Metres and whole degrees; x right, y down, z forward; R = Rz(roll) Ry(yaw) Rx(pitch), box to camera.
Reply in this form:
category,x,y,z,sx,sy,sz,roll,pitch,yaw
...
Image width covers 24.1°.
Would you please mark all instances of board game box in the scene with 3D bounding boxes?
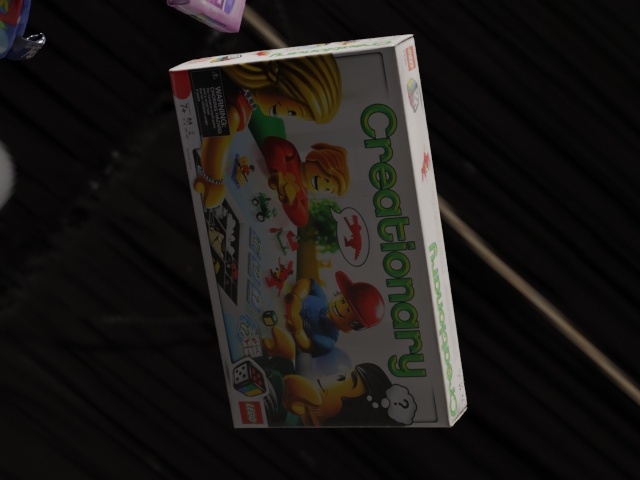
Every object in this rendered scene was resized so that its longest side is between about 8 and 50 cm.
category,x,y,z,sx,sy,sz,roll,pitch,yaw
board game box,0.000,0.000,1.193,0.193,0.305,0.053,-4,14,24

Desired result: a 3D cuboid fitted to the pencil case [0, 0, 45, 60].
category,x,y,z,sx,sy,sz,roll,pitch,yaw
pencil case,-0.328,-0.188,0.953,0.119,0.306,0.133,-106,29,-43

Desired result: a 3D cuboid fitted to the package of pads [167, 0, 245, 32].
category,x,y,z,sx,sy,sz,roll,pitch,yaw
package of pads,-0.102,-0.226,1.374,0.032,0.083,0.050,3,80,34
